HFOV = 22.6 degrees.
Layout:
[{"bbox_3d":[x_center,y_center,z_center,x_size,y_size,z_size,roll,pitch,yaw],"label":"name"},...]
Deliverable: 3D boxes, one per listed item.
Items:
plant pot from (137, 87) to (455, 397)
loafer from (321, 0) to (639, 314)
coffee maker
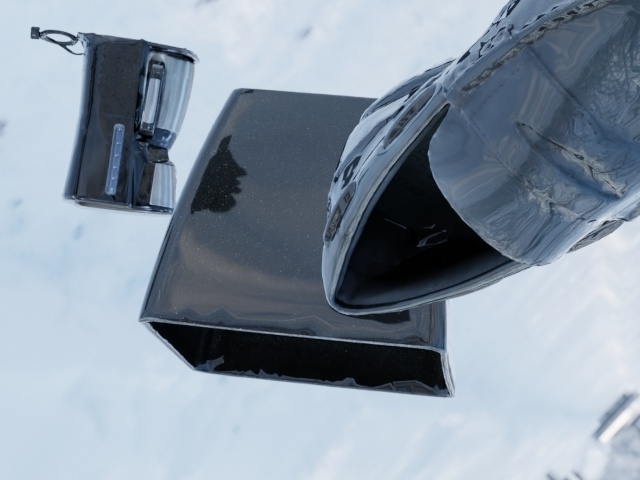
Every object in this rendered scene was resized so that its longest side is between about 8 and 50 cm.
[{"bbox_3d":[0.000,0.000,1.054,0.188,0.187,0.167,64,32,-75],"label":"plant pot"},{"bbox_3d":[0.068,-0.029,0.437,0.223,0.076,0.078,-31,-151,58],"label":"loafer"},{"bbox_3d":[-0.220,-0.119,1.676,0.120,0.171,0.178,22,77,-73],"label":"coffee maker"}]
